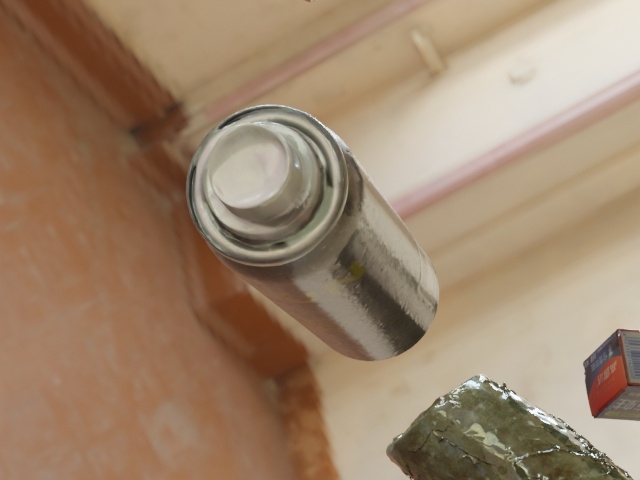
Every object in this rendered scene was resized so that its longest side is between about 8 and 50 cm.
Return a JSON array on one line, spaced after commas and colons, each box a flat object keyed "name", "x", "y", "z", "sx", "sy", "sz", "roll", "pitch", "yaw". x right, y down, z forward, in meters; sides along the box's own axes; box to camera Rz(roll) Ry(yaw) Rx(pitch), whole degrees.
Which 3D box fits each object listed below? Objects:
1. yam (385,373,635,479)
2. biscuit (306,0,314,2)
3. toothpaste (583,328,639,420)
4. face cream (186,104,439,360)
[{"name": "yam", "x": 0.133, "y": 0.162, "z": 1.211, "sx": 0.183, "sy": 0.107, "sz": 0.107, "roll": 36, "pitch": 2, "yaw": 26}, {"name": "biscuit", "x": 0.062, "y": -0.423, "z": 1.873, "sx": 0.078, "sy": 0.350, "sz": 0.455, "roll": 28, "pitch": 46, "yaw": -2}, {"name": "toothpaste", "x": 0.416, "y": 0.139, "z": 1.781, "sx": 0.320, "sy": 0.076, "sz": 0.066, "roll": 6, "pitch": 59, "yaw": -19}, {"name": "face cream", "x": 0.000, "y": 0.000, "z": 0.845, "sx": 0.073, "sy": 0.073, "sz": 0.283, "roll": 66, "pitch": 5, "yaw": 16}]
